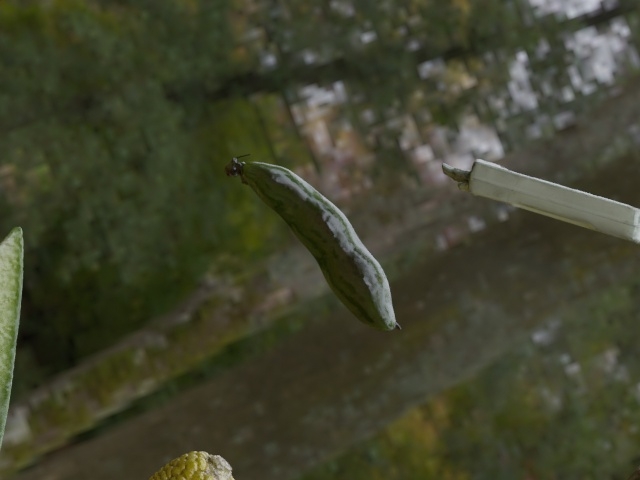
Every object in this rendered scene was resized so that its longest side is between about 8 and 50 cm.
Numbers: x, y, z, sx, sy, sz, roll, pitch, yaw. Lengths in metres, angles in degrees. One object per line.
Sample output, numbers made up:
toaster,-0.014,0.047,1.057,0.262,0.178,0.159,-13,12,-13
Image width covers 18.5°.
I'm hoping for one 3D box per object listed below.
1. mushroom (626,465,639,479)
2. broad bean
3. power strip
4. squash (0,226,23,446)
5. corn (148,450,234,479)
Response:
mushroom,0.492,0.306,2.049,0.239,0.345,0.345,57,0,-24
broad bean,0.003,-0.003,2.082,0.254,0.065,0.046,48,-7,7
power strip,0.191,-0.034,1.638,0.047,0.191,0.030,2,106,-77
squash,-0.433,0.126,2.105,0.111,0.203,0.289,138,-44,-66
corn,-0.153,0.252,1.659,0.067,0.206,0.067,44,14,-14
